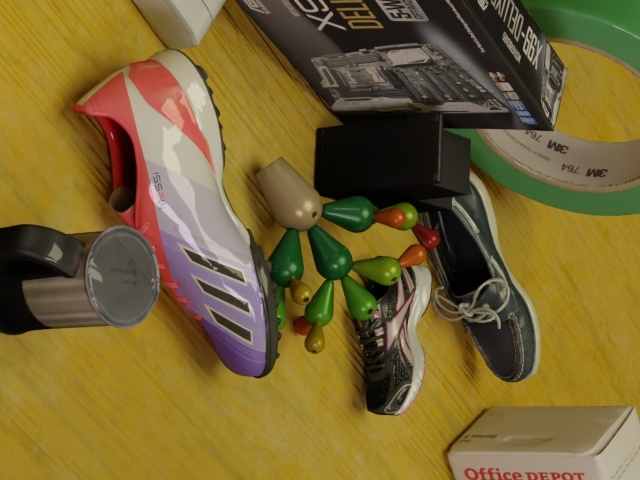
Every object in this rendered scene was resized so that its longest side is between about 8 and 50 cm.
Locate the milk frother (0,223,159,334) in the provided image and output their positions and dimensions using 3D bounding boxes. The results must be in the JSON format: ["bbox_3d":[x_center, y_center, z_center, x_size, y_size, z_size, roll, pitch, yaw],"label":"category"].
[{"bbox_3d":[-0.222,0.060,1.399,0.129,0.135,0.143,10,78,-50],"label":"milk frother"}]

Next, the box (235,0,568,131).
[{"bbox_3d":[0.072,-0.212,1.681,0.307,0.243,0.076,45,55,-53],"label":"box"}]

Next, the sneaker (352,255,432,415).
[{"bbox_3d":[0.062,0.098,1.826,0.077,0.072,0.178,26,58,-35],"label":"sneaker"}]

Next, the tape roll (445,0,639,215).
[{"bbox_3d":[0.283,-0.161,1.919,0.321,0.321,0.077,53,47,-34],"label":"tape roll"}]

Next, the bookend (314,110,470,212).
[{"bbox_3d":[0.102,-0.076,1.812,0.156,0.157,0.072,13,76,-50],"label":"bookend"}]

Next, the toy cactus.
[{"bbox_3d":[0.000,0.000,1.722,0.219,0.112,0.180,-35,92,-19],"label":"toy cactus"}]

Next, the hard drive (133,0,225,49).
[{"bbox_3d":[-0.115,-0.386,1.661,0.233,0.047,0.353,54,47,-33],"label":"hard drive"}]

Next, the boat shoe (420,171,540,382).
[{"bbox_3d":[0.174,0.047,1.939,0.079,0.095,0.254,-31,109,-51],"label":"boat shoe"}]

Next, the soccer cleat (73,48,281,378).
[{"bbox_3d":[-0.127,-0.009,1.574,0.116,0.109,0.318,-26,111,-27],"label":"soccer cleat"}]

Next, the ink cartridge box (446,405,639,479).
[{"bbox_3d":[0.284,0.327,1.962,0.115,0.198,0.272,-39,117,-47],"label":"ink cartridge box"}]
